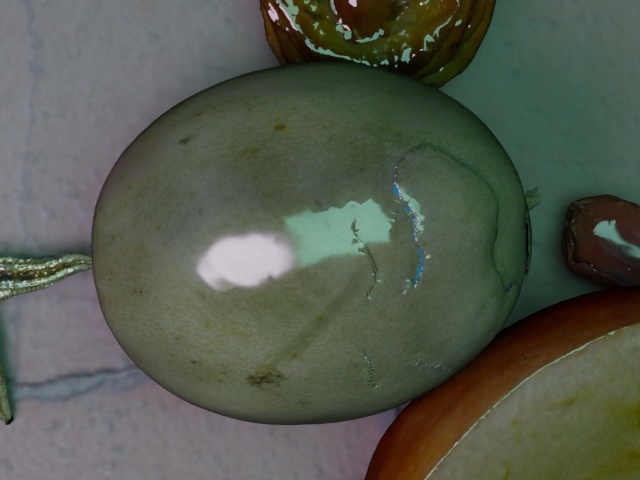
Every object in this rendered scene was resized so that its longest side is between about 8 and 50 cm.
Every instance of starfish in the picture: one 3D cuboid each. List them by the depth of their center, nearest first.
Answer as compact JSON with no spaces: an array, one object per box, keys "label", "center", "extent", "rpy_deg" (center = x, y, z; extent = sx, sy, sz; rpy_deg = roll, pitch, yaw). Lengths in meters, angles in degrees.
[{"label":"starfish","center":[-0.278,0.041,1.431],"extent":[0.216,0.050,0.223],"rpy_deg":[-6,109,-2]}]

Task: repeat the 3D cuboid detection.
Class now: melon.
[{"label":"melon","center":[0.000,0.000,1.372],"extent":[0.330,0.268,0.268],"rpy_deg":[-12,94,5]}]

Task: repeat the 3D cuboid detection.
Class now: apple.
[{"label":"apple","center":[0.214,0.218,1.419],"extent":[0.365,0.295,0.329],"rpy_deg":[-17,68,-7]}]

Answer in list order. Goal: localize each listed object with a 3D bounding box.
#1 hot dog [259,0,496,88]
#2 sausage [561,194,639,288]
[{"label":"hot dog","center":[0.039,-0.249,1.450],"extent":[0.196,0.122,0.272],"rpy_deg":[-2,94,-4]},{"label":"sausage","center":[0.261,0.011,1.524],"extent":[0.141,0.076,0.076],"rpy_deg":[22,88,-9]}]
